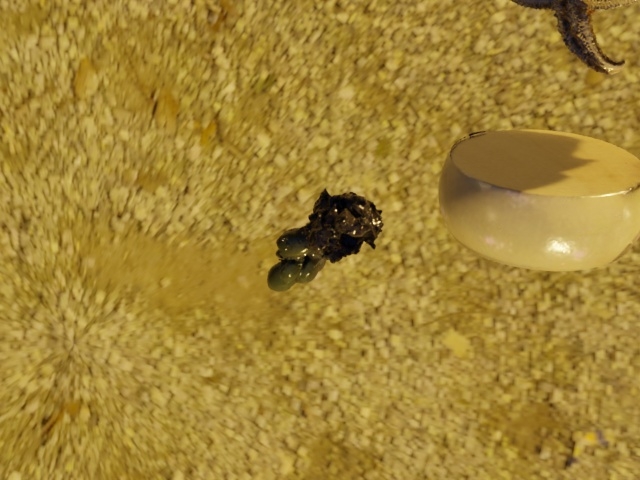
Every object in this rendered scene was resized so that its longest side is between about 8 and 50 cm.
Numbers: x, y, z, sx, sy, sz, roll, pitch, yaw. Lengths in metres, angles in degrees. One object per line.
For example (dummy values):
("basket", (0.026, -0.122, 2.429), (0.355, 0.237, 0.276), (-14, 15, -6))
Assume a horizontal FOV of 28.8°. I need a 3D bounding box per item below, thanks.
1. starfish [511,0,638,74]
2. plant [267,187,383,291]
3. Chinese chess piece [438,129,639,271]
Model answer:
("starfish", (0.309, -0.310, 1.479), (0.071, 0.216, 0.238), (-11, 88, -47))
("plant", (0.000, 0.000, 1.398), (0.087, 0.174, 0.085), (53, 37, -1))
("Chinese chess piece", (0.265, -0.053, 1.490), (0.251, 0.251, 0.097), (-3, 116, -11))
